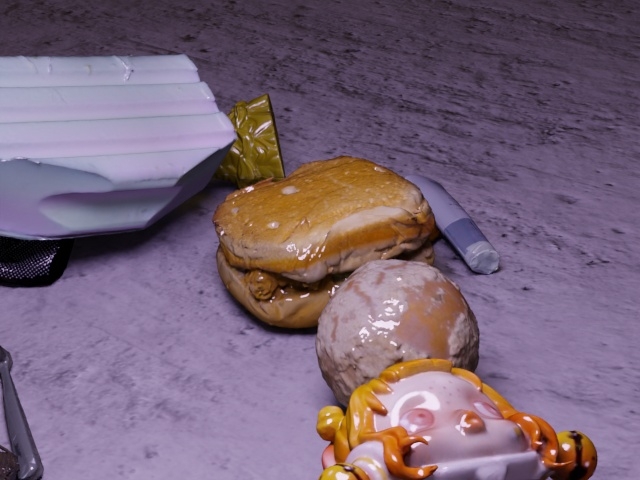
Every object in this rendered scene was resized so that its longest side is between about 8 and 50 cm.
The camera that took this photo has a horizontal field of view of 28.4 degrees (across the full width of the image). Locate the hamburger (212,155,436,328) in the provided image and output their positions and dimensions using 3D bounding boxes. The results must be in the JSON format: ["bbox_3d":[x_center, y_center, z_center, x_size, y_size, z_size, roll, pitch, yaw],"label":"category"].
[{"bbox_3d":[0.004,-0.003,1.827,0.304,0.174,0.284,-13,31,-26],"label":"hamburger"}]

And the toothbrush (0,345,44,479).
[{"bbox_3d":[-0.381,0.209,1.566,0.030,0.030,0.297,-32,33,-5],"label":"toothbrush"}]

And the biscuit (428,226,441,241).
[{"bbox_3d":[0.108,-0.010,2.013,0.206,0.025,0.126,-10,27,-19],"label":"biscuit"}]

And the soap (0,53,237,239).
[{"bbox_3d":[-0.349,-0.144,1.895,0.446,0.156,0.261,-8,56,-41],"label":"soap"}]

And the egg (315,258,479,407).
[{"bbox_3d":[0.095,0.122,1.547,0.203,0.203,0.245,2,21,6],"label":"egg"}]

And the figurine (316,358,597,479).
[{"bbox_3d":[0.127,0.249,1.286,0.320,0.196,0.323,-1,30,-25],"label":"figurine"}]

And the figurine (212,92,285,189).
[{"bbox_3d":[-0.227,-0.142,2.190,0.315,0.168,0.187,-11,65,0],"label":"figurine"}]

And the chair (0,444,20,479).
[{"bbox_3d":[-0.462,0.247,1.424,0.213,0.149,0.174,37,23,-11],"label":"chair"}]

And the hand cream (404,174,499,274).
[{"bbox_3d":[0.208,-0.034,1.995,0.079,0.048,0.255,19,22,-31],"label":"hand cream"}]

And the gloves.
[{"bbox_3d":[-0.472,-0.003,1.907,0.180,0.129,0.106,13,16,5],"label":"gloves"}]
